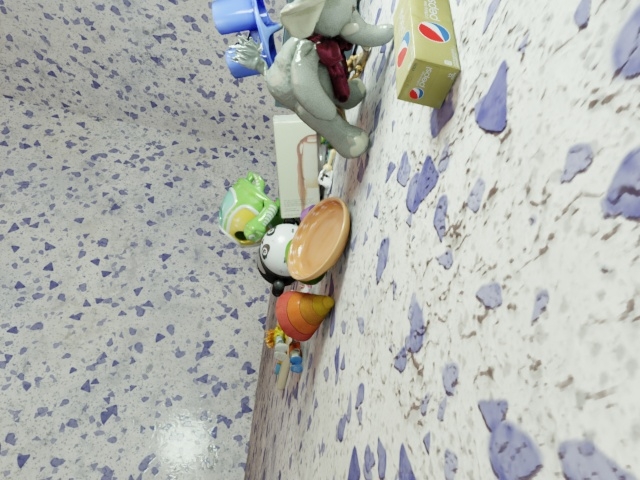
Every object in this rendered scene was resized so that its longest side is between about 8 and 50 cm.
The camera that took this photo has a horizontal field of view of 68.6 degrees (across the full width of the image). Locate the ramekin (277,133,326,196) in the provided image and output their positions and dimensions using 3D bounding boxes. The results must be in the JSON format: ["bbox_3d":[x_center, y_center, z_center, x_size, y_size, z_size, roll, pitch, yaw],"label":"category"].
[{"bbox_3d":[-0.072,-0.268,1.724,0.277,0.135,0.278,-170,90,-82],"label":"ramekin"}]

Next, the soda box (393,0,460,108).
[{"bbox_3d":[0.131,-0.255,0.600,0.061,0.058,0.182,112,165,-54],"label":"soda box"}]

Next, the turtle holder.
[{"bbox_3d":[-0.228,-0.078,1.660,0.227,0.243,0.320,-47,51,-3],"label":"turtle holder"}]

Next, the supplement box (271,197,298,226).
[{"bbox_3d":[-0.171,-0.047,1.859,0.220,0.111,0.114,55,148,25],"label":"supplement box"}]

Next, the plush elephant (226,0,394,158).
[{"bbox_3d":[0.016,-0.382,0.917,0.255,0.329,0.272,-49,19,38],"label":"plush elephant"}]

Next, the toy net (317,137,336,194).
[{"bbox_3d":[0.014,-0.239,1.414,0.122,0.045,0.232,119,159,-66],"label":"toy net"}]

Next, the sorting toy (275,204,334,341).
[{"bbox_3d":[-0.003,0.050,1.109,0.126,0.127,0.366,-28,42,41],"label":"sorting toy"}]

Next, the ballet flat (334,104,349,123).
[{"bbox_3d":[0.034,-0.317,1.170,0.206,0.073,0.067,50,-121,-81],"label":"ballet flat"}]

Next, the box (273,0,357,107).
[{"bbox_3d":[-0.015,-0.637,1.494,0.294,0.211,0.396,106,171,-46],"label":"box"}]

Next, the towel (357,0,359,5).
[{"bbox_3d":[0.123,-0.760,1.432,0.083,0.009,0.060,158,121,-81],"label":"towel"}]

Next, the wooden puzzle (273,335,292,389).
[{"bbox_3d":[-0.127,0.362,1.649,0.239,0.044,0.221,-96,18,-62],"label":"wooden puzzle"}]

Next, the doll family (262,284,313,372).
[{"bbox_3d":[-0.096,0.235,1.333,0.163,0.118,0.263,-118,38,-77],"label":"doll family"}]

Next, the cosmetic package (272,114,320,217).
[{"bbox_3d":[-0.072,-0.234,1.464,0.153,0.129,0.297,-100,6,-66],"label":"cosmetic package"}]

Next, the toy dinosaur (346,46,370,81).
[{"bbox_3d":[0.085,-0.441,1.189,0.112,0.064,0.211,-62,17,-3],"label":"toy dinosaur"}]

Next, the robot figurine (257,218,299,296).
[{"bbox_3d":[-0.121,0.052,1.522,0.209,0.173,0.278,58,162,9],"label":"robot figurine"}]

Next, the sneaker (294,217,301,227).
[{"bbox_3d":[-0.098,-0.122,1.951,0.110,0.107,0.275,-49,-19,-41],"label":"sneaker"}]

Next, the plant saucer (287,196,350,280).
[{"bbox_3d":[0.000,0.000,1.026,0.200,0.037,0.200,-39,34,34],"label":"plant saucer"}]

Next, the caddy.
[{"bbox_3d":[-0.201,-0.636,1.433,0.341,0.179,0.242,-95,-8,-61],"label":"caddy"}]
